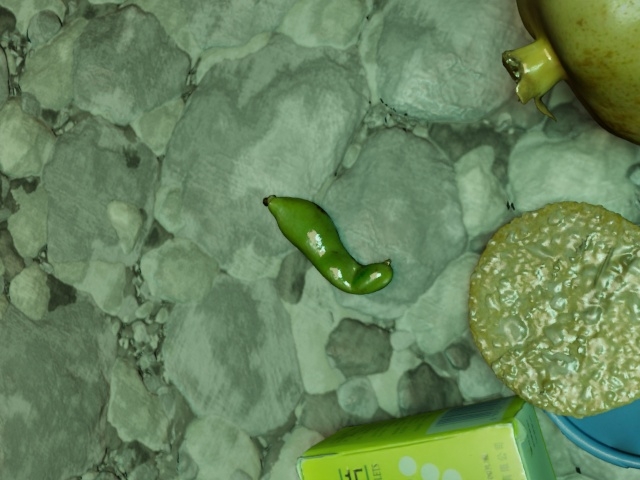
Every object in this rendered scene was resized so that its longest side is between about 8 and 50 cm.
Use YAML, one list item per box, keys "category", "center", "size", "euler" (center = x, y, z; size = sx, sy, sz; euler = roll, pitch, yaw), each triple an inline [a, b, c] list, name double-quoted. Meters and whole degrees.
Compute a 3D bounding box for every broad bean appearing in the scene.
- category: "broad bean"
  center: [0.000, 0.000, 0.803]
  size: [0.214, 0.048, 0.070]
  euler: [36, 107, 24]

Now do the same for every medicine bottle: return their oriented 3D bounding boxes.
- category: "medicine bottle"
  center: [0.118, 0.262, 0.684]
  size: [0.250, 0.141, 0.137]
  euler: [-18, 83, 25]

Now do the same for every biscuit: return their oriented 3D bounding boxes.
- category: "biscuit"
  center: [0.253, 0.067, 0.645]
  size: [0.220, 0.033, 0.219]
  euler: [-7, 78, 33]

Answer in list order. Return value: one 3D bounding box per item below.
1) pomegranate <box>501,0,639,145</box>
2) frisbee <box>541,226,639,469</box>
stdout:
- category: "pomegranate"
  center: [0.301, -0.220, 0.530]
  size: [0.319, 0.319, 0.319]
  euler: [-1, 87, 27]
- category: "frisbee"
  center: [0.322, 0.104, 0.634]
  size: [0.242, 0.045, 0.242]
  euler: [-8, 76, 32]
